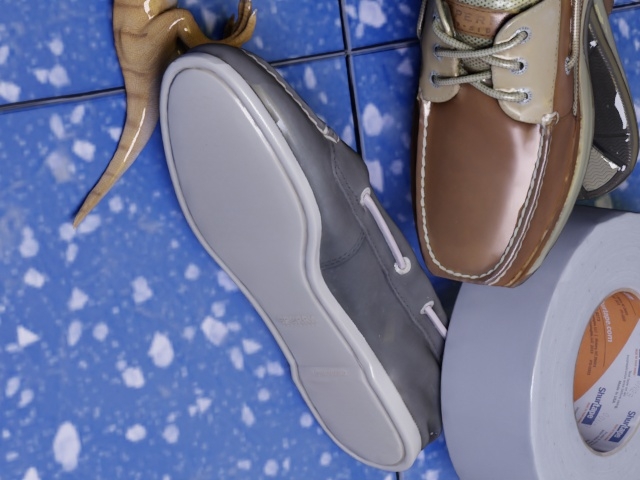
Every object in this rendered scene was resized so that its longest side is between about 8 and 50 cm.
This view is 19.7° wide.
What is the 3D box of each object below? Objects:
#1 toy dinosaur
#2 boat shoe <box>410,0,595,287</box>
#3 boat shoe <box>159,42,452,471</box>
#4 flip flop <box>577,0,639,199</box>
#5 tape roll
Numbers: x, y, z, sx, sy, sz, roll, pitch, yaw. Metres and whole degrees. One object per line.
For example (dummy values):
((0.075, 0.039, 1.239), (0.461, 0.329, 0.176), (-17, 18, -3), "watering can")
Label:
((-0.102, -0.118, 1.147), (0.112, 0.064, 0.211), (-3, 108, -17), "toy dinosaur")
((0.109, -0.134, 1.160), (0.120, 0.123, 0.324), (12, 86, -66), "boat shoe")
((0.000, 0.000, 1.176), (0.095, 0.112, 0.335), (-51, 129, -36), "boat shoe")
((0.162, -0.166, 1.269), (0.080, 0.112, 0.277), (-25, 101, -63), "flip flop")
((0.172, 0.085, 1.265), (0.219, 0.072, 0.219), (-15, 109, -50), "tape roll")
